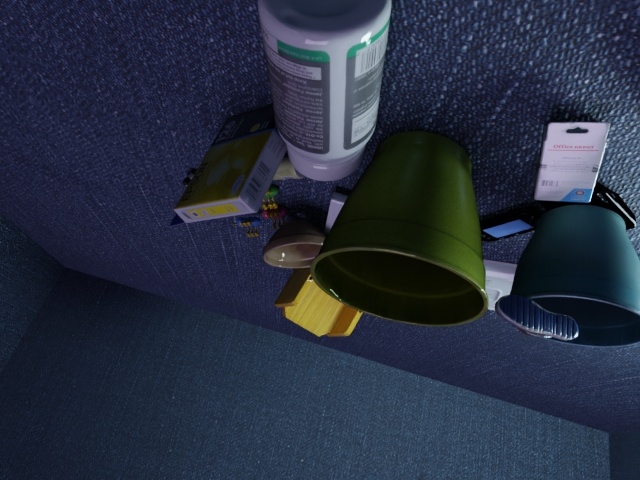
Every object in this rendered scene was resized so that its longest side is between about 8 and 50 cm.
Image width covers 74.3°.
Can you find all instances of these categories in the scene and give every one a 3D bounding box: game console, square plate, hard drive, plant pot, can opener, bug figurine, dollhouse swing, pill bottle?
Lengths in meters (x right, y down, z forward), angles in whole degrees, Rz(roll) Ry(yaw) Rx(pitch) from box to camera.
[{"bbox_3d":[0.556,-0.050,1.072,0.213,0.044,0.361,30,152,-24],"label":"game console"},{"bbox_3d":[0.570,0.165,1.473,0.347,0.049,0.344,9,153,16],"label":"square plate"},{"bbox_3d":[0.172,-0.040,1.284,0.308,0.040,0.203,16,153,2],"label":"hard drive"},{"bbox_3d":[0.201,-0.040,0.958,0.367,0.352,0.366,14,153,7],"label":"plant pot"},{"bbox_3d":[-0.370,-0.159,1.404,0.186,0.059,0.073,35,148,-31],"label":"can opener"},{"bbox_3d":[-0.073,0.005,1.389,0.237,0.109,0.237,-5,158,-2],"label":"plant pot"},{"bbox_3d":[-0.223,-0.115,1.378,0.216,0.072,0.279,-1,148,12],"label":"bug figurine"},{"bbox_3d":[0.576,0.069,0.953,0.272,0.255,0.271,15,155,7],"label":"plant pot"},{"bbox_3d":[0.078,0.254,1.702,0.347,0.315,0.305,38,167,-35],"label":"dollhouse swing"},{"bbox_3d":[0.009,-0.281,0.775,0.204,0.204,0.361,14,153,8],"label":"pill bottle"}]

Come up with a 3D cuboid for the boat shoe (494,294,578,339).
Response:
[{"bbox_3d":[0.433,0.168,0.875,0.183,0.066,0.066,23,156,-7],"label":"boat shoe"}]

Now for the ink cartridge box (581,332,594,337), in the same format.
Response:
[{"bbox_3d":[0.788,0.155,1.069,0.296,0.066,0.261,-5,-168,17],"label":"ink cartridge box"}]

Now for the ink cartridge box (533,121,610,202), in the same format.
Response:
[{"bbox_3d":[0.492,-0.166,0.836,0.104,0.060,0.180,6,135,22],"label":"ink cartridge box"}]

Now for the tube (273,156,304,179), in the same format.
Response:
[{"bbox_3d":[-0.145,-0.202,1.197,0.240,0.062,0.070,2,110,38],"label":"tube"}]

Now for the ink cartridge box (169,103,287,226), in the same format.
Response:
[{"bbox_3d":[-0.218,-0.181,0.995,0.307,0.303,0.072,-3,144,34],"label":"ink cartridge box"}]

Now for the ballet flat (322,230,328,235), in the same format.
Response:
[{"bbox_3d":[0.000,0.000,1.479,0.213,0.072,0.068,-13,132,45],"label":"ballet flat"}]
